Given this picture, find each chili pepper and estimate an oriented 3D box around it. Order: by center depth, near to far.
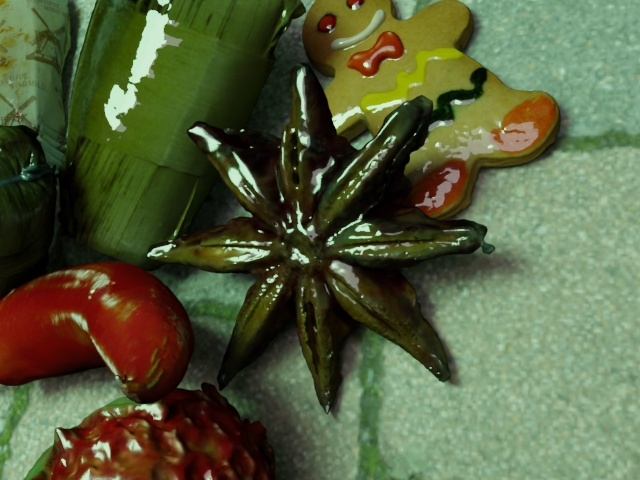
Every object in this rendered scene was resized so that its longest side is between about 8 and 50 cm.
[{"bbox_3d":[-0.190,0.069,0.561,0.368,0.137,0.092,-18,104,47],"label":"chili pepper"}]

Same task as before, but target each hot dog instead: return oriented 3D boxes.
[{"bbox_3d":[-0.318,-0.166,0.767,0.131,0.069,0.253,-12,70,9],"label":"hot dog"}]

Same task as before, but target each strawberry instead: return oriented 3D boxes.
[{"bbox_3d":[-0.092,0.227,0.487,0.205,0.205,0.244,-43,83,3],"label":"strawberry"}]

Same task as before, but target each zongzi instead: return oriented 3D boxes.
[{"bbox_3d":[-0.297,-0.079,0.603,0.112,0.221,0.242,-23,81,-33],"label":"zongzi"},{"bbox_3d":[-0.165,-0.142,0.686,0.300,0.145,0.274,39,106,55],"label":"zongzi"}]

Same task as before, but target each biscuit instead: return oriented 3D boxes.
[{"bbox_3d":[0.064,-0.132,0.612,0.165,0.036,0.250,-37,62,5],"label":"biscuit"}]

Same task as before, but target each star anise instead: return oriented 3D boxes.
[{"bbox_3d":[0.000,0.000,0.567,0.271,0.102,0.272,4,101,19],"label":"star anise"}]
